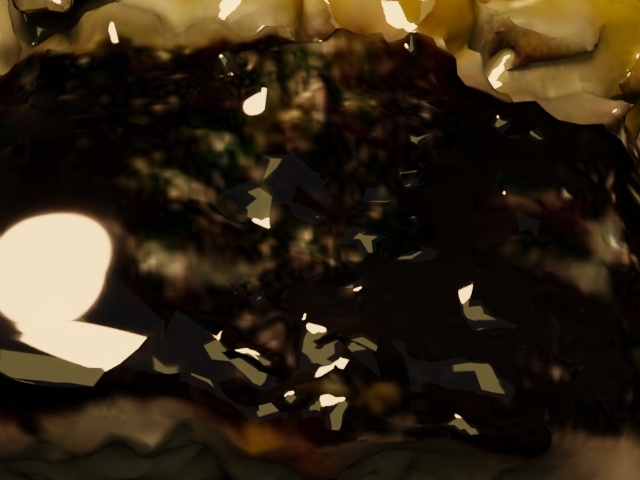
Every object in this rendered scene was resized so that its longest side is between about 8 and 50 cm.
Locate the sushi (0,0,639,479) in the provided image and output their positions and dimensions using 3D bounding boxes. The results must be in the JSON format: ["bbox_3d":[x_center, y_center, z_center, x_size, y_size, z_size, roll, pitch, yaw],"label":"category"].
[{"bbox_3d":[0.000,0.000,0.692,0.329,0.328,0.285,5,66,0],"label":"sushi"}]
